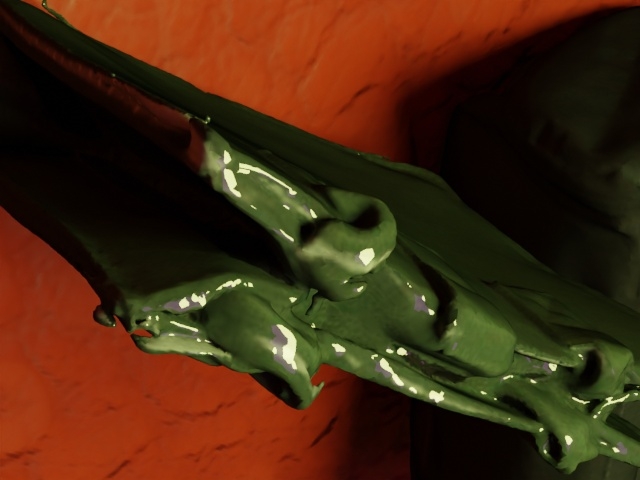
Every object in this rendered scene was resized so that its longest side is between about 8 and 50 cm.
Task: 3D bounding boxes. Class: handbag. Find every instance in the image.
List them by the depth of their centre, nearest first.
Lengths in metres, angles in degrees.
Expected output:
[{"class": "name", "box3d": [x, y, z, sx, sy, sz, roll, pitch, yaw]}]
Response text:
[{"class": "handbag", "box3d": [-0.001, 0.002, 0.618, 0.248, 0.260, 0.079, 21, 97, -32]}, {"class": "handbag", "box3d": [0.127, 0.043, 0.833, 0.275, 0.178, 0.301, -25, 130, -48]}]
